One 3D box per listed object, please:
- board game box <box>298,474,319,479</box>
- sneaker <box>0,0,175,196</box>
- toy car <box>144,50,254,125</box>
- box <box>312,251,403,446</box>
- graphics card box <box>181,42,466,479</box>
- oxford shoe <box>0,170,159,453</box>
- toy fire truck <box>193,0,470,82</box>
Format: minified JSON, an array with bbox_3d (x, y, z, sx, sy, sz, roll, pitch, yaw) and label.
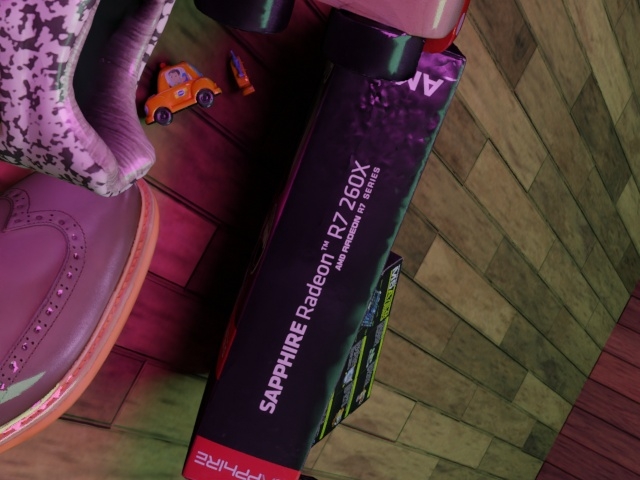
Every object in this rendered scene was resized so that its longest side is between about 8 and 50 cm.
[{"bbox_3d":[-0.069,0.324,1.450,0.165,0.042,0.243,-62,157,-3],"label":"board game box"},{"bbox_3d":[-0.091,-0.203,0.657,0.158,0.182,0.410,-19,131,-59],"label":"sneaker"},{"bbox_3d":[-0.091,-0.111,0.971,0.040,0.060,0.122,67,15,-5],"label":"toy car"},{"bbox_3d":[0.007,0.120,1.391,0.184,0.045,0.190,-37,145,-51],"label":"box"},{"bbox_3d":[0.000,0.000,1.073,0.233,0.094,0.371,-83,-165,-75],"label":"graphics card box"},{"bbox_3d":[-0.223,0.054,0.735,0.363,0.130,0.132,-48,147,-32],"label":"oxford shoe"},{"bbox_3d":[0.000,-0.190,0.854,0.246,0.217,0.158,-50,159,-63],"label":"toy fire truck"}]
